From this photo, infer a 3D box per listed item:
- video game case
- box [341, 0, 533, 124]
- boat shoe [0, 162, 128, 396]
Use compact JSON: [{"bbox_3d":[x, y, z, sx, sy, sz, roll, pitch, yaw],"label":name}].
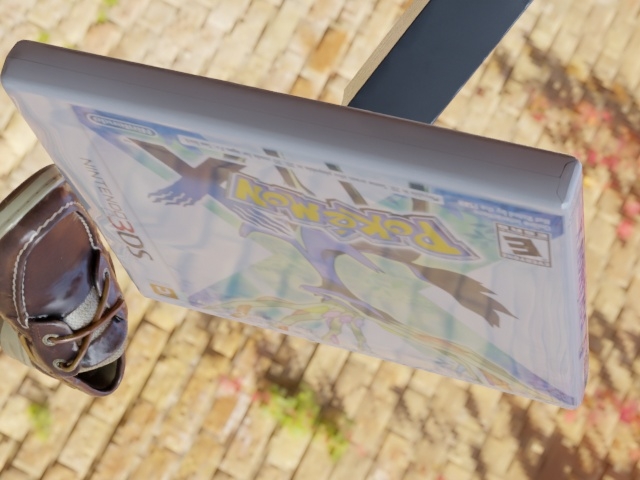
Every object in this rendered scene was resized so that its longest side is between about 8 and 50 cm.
[{"bbox_3d":[0.000,0.000,0.927,0.300,0.329,0.036,69,38,-62],"label":"video game case"},{"bbox_3d":[0.139,-0.236,1.839,0.261,0.103,0.184,-51,-175,16],"label":"box"},{"bbox_3d":[-0.209,0.052,1.271,0.123,0.123,0.342,-46,168,-23],"label":"boat shoe"}]
